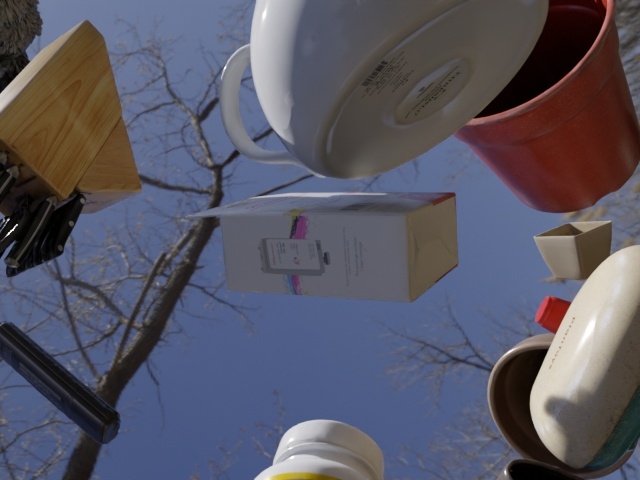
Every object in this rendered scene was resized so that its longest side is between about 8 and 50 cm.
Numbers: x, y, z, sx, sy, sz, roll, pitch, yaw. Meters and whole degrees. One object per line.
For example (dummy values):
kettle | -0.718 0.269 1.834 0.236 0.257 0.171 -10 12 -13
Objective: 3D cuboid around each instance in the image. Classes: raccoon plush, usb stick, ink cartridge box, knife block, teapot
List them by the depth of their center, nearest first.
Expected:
teapot | 0.036 -0.182 0.535 0.256 0.252 0.187 -29 -110 -12
ink cartridge box | 0.000 0.000 0.539 0.115 0.198 0.067 -22 -69 -59
knife block | -0.306 -0.099 0.652 0.242 0.088 0.275 -4 -103 -60
usb stick | -0.437 0.232 1.080 0.278 0.077 0.045 33 -137 16
raccoon plush | -0.561 -0.437 1.198 0.216 0.299 0.446 -44 -71 -29

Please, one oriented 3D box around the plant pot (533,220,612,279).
plant pot | 0.512 0.022 1.316 0.109 0.109 0.096 -19 -83 -28

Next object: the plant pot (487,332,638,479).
plant pot | 0.480 0.274 1.229 0.229 0.263 0.262 -20 -89 -49

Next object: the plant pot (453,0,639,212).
plant pot | 0.310 -0.188 0.920 0.265 0.273 0.272 41 -133 -39

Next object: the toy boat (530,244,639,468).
toy boat | 0.359 0.133 0.808 0.267 0.148 0.318 -66 -9 8

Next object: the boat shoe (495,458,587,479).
boat shoe | 0.368 0.374 0.792 0.132 0.356 0.130 -44 -44 -43

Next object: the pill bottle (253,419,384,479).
pill bottle | -0.015 0.371 0.728 0.187 0.188 0.334 55 -153 -21
